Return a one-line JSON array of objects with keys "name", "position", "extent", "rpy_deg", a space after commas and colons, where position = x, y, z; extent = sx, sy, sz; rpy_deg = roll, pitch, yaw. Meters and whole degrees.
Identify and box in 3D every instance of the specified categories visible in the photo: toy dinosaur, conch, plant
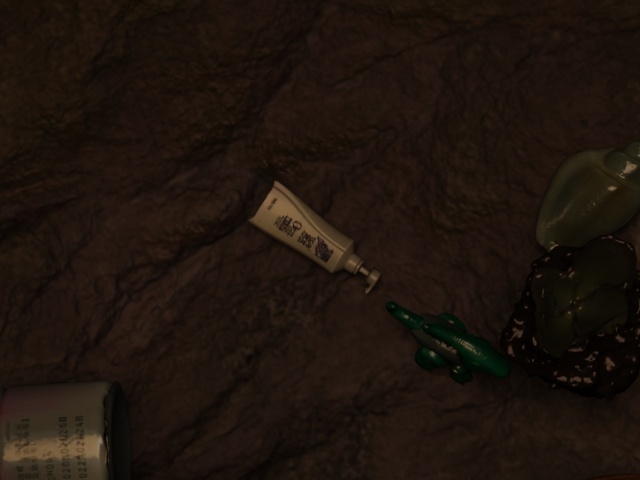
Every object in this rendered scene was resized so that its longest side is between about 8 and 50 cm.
[{"name": "toy dinosaur", "position": [0.119, 0.093, 1.854], "extent": [0.132, 0.096, 0.059], "rpy_deg": [30, 81, 7]}, {"name": "conch", "position": [0.266, -0.052, 1.889], "extent": [0.088, 0.065, 0.180], "rpy_deg": [45, 93, 10]}, {"name": "plant", "position": [0.241, 0.072, 1.797], "extent": [0.131, 0.203, 0.142], "rpy_deg": [26, 86, 16]}]

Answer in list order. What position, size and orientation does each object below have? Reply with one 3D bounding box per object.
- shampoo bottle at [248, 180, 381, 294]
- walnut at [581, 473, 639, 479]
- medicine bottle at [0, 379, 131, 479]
[{"name": "shampoo bottle", "position": [0.000, 0.000, 1.915], "extent": [0.141, 0.034, 0.049], "rpy_deg": [34, 77, 9]}, {"name": "walnut", "position": [0.261, 0.304, 1.753], "extent": [0.221, 0.195, 0.195], "rpy_deg": [-19, 77, 4]}, {"name": "medicine bottle", "position": [-0.267, 0.198, 1.841], "extent": [0.168, 0.135, 0.135], "rpy_deg": [-3, 78, 3]}]
